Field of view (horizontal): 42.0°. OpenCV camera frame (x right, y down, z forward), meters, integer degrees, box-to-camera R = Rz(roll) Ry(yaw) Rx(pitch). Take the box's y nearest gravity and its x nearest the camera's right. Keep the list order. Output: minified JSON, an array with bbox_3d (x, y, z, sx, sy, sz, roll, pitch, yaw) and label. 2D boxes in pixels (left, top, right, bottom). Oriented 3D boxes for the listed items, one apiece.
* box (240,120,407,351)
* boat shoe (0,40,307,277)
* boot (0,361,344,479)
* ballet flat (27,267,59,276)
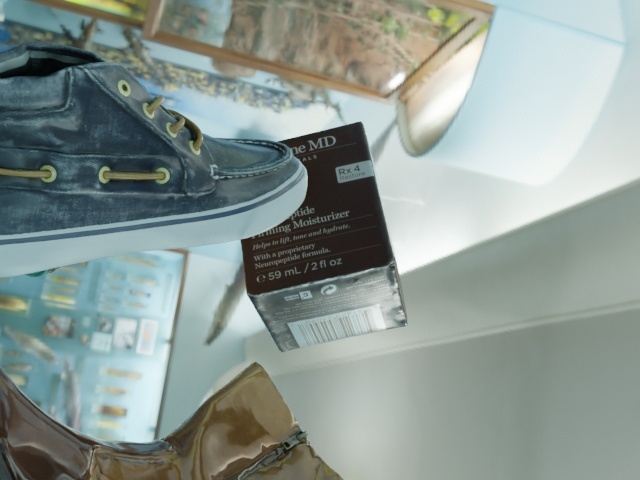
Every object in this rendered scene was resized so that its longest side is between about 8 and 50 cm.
[{"bbox_3d":[0.000,0.000,1.004,0.167,0.168,0.203,69,9,-58],"label":"box"},{"bbox_3d":[-0.077,-0.042,0.366,0.065,0.183,0.083,29,-57,42],"label":"boat shoe"},{"bbox_3d":[-0.121,0.144,0.614,0.280,0.264,0.096,-25,160,-53],"label":"boot"},{"bbox_3d":[-0.264,-0.054,0.598,0.073,0.206,0.067,-33,-155,38],"label":"ballet flat"}]
